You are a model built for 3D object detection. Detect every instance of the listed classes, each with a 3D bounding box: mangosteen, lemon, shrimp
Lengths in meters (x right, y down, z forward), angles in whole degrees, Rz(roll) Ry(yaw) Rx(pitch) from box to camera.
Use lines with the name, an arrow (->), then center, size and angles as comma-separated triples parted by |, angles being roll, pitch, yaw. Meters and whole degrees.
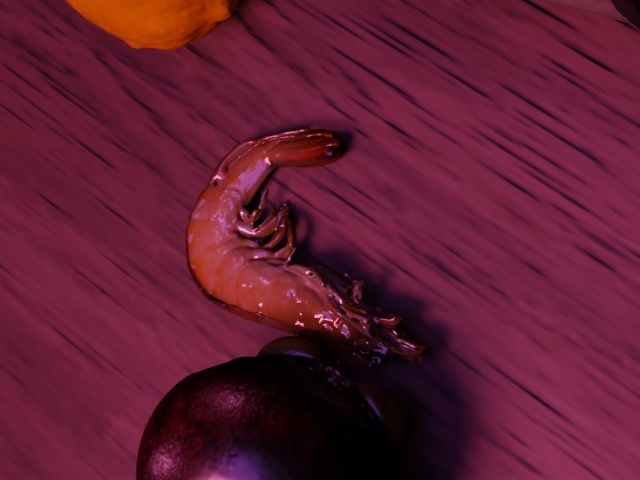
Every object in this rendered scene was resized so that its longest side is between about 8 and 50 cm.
mangosteen -> -0.023, 0.123, 0.793 | 0.152, 0.152, 0.152 | -2, 86, 27
lemon -> -0.109, -0.178, 0.862 | 0.155, 0.114, 0.114 | 37, 104, 15
shrimp -> 0.001, 0.000, 0.845 | 0.178, 0.034, 0.124 | 22, 91, 31

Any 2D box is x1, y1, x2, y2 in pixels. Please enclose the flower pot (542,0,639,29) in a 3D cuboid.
flower pot -> 0.063, -0.275, 0.697 | 0.330, 0.293, 0.294 | 21, 97, 33
